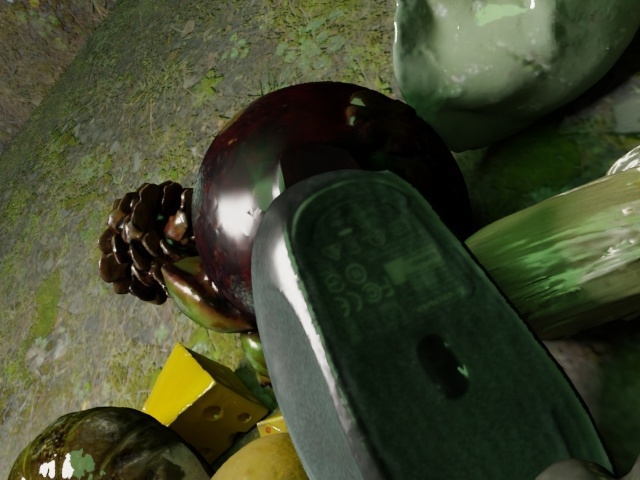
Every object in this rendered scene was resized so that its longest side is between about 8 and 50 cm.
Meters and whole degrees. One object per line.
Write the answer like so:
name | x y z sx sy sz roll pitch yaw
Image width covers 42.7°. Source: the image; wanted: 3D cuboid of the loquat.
loquat | -0.037 0.257 0.752 0.204 0.149 0.172 -78 1 -64

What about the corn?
corn | 0.245 -0.002 0.666 0.305 0.122 0.123 -29 -2 35

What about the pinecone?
pinecone | -0.221 0.006 1.208 0.204 0.179 0.184 11 84 43

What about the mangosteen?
mangosteen | 0.006 -0.009 0.841 0.311 0.311 0.311 -32 38 29

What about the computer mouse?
computer mouse | 0.078 0.112 0.620 0.374 0.203 0.114 62 156 21

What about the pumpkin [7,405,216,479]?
pumpkin | -0.229 0.305 0.861 0.260 0.189 0.260 2 94 25

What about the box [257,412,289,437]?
box | 0.017 0.169 0.837 0.155 0.087 0.023 -24 86 37

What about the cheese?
cheese | -0.166 0.232 0.992 0.171 0.093 0.126 -55 34 -2

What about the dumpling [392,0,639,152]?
dumpling | 0.207 -0.265 0.883 0.212 0.270 0.321 83 -162 -74

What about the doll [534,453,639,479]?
doll | 0.265 0.208 0.344 0.382 0.252 0.379 -20 44 49
